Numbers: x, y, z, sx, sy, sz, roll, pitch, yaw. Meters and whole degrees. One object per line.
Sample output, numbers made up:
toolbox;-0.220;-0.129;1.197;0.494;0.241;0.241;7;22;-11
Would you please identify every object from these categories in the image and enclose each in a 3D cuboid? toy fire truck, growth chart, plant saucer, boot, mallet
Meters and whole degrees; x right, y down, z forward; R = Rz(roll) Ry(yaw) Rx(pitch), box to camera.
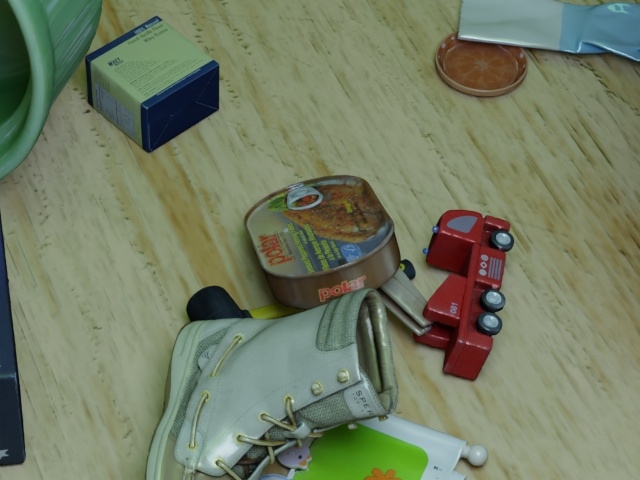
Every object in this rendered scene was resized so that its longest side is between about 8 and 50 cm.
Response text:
toy fire truck;0.072;0.046;1.433;0.135;0.047;0.192;17;49;-4
growth chart;0.025;0.210;1.320;0.172;0.021;0.237;12;48;8
plant saucer;0.144;-0.158;1.659;0.084;0.013;0.083;2;49;-3
boot;-0.031;0.135;1.294;0.165;0.077;0.213;-13;50;24
mallet;-0.016;0.042;1.461;0.190;0.039;0.062;-22;51;-28

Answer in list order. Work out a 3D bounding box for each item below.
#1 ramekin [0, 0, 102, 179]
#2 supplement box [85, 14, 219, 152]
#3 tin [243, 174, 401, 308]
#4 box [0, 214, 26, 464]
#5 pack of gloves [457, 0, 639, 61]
ramekin;-0.324;-0.200;1.484;0.303;0.303;0.148;18;42;12
supplement box;-0.144;-0.135;1.590;0.083;0.056;0.083;-35;59;-29
tin;0.000;0.000;1.440;0.106;0.040;0.189;-15;23;-5
box;-0.303;0.063;1.369;0.153;0.108;0.207;-7;49;-11
pack of gloves;0.252;-0.242;1.710;0.232;0.046;0.195;9;44;4
